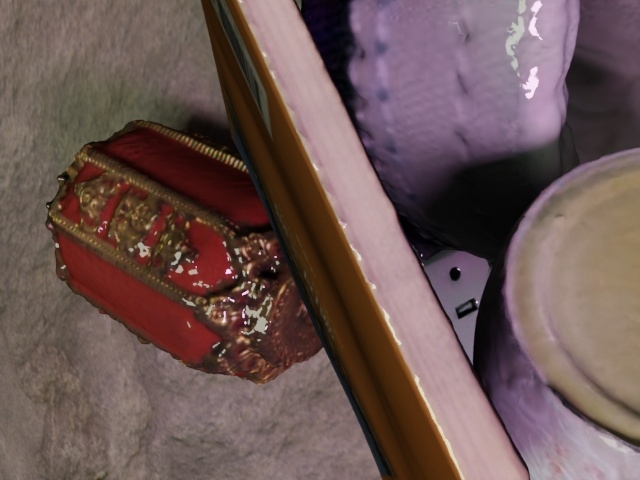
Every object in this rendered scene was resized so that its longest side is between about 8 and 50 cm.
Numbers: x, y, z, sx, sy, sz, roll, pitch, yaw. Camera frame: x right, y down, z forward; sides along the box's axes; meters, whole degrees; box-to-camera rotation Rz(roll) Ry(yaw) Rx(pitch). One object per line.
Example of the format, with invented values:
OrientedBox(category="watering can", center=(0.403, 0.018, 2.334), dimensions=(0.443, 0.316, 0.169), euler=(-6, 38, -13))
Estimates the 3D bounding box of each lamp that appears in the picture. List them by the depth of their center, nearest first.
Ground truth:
OrientedBox(category="lamp", center=(-0.100, 0.007, 0.866), dimensions=(0.274, 0.177, 0.177), euler=(24, 129, 37))

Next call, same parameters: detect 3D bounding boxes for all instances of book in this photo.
OrientedBox(category="book", center=(0.000, 0.000, 0.525), dimensions=(0.374, 0.028, 0.263), euler=(92, 153, -78))

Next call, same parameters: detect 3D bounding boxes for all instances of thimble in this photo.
OrientedBox(category="thimble", center=(0.104, -0.095, 0.526), dimensions=(0.150, 0.237, 0.237), euler=(18, 125, 40))

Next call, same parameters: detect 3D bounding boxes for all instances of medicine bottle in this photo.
OrientedBox(category="medicine bottle", center=(0.134, 0.058, 0.426), dimensions=(0.147, 0.147, 0.143), euler=(38, 155, 26))

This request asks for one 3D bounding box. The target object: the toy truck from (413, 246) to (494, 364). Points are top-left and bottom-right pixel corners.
OrientedBox(category="toy truck", center=(0.053, 0.004, 0.732), dimensions=(0.135, 0.128, 0.260), euler=(8, 120, 61))
